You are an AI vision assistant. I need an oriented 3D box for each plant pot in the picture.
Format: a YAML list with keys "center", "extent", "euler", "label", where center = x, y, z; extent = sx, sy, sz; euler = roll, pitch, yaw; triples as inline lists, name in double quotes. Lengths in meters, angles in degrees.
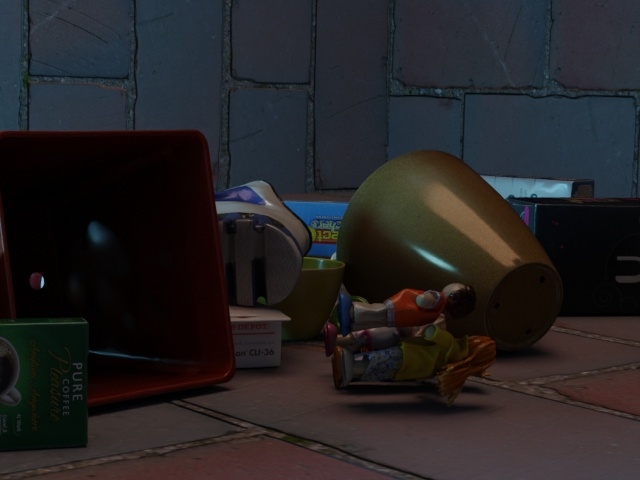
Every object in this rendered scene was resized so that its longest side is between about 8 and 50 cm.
- center: [-0.036, 0.075, 1.742]
  extent: [0.134, 0.095, 0.134]
  euler: [1, 6, 0]
  label: "plant pot"
- center: [0.185, 0.035, 1.725]
  extent: [0.237, 0.237, 0.254]
  euler: [-2, 21, -31]
  label: "plant pot"
- center: [-0.277, 0.036, 1.418]
  extent: [0.235, 0.267, 0.267]
  euler: [-9, -3, 44]
  label: "plant pot"

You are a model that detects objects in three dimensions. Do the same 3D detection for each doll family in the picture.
- center: [0.097, 0.120, 1.414]
  extent: [0.163, 0.118, 0.263]
  euler: [-6, -11, -6]
  label: "doll family"

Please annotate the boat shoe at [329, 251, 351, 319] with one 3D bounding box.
- center: [0.053, 0.053, 1.966]
  extent: [0.098, 0.096, 0.277]
  euler: [-2, 5, -1]
  label: "boat shoe"

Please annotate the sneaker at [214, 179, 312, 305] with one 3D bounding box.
- center: [-0.146, -0.005, 1.641]
  extent: [0.315, 0.128, 0.182]
  euler: [10, 16, 16]
  label: "sneaker"

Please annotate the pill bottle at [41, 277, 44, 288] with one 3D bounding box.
- center: [-0.238, 0.060, 1.728]
  extent: [0.216, 0.121, 0.121]
  euler: [-5, 9, -41]
  label: "pill bottle"

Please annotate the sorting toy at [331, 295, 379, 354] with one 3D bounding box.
- center: [0.054, 0.114, 1.582]
  extent: [0.102, 0.061, 0.042]
  euler: [47, 0, 32]
  label: "sorting toy"

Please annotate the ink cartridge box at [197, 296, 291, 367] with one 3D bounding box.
- center: [-0.117, 0.106, 1.573]
  extent: [0.115, 0.067, 0.198]
  euler: [-1, 5, -21]
  label: "ink cartridge box"

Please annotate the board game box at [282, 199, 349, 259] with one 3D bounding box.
- center: [0.000, 0.000, 2.205]
  extent: [0.301, 0.086, 0.308]
  euler: [2, -7, 11]
  label: "board game box"

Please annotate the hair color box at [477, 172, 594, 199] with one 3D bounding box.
- center: [0.319, -0.035, 2.489]
  extent: [0.347, 0.174, 0.105]
  euler: [6, 6, 35]
  label: "hair color box"

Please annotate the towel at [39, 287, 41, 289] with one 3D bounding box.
- center: [-0.433, 0.077, 1.868]
  extent: [0.282, 0.049, 0.187]
  euler: [-2, 7, -30]
  label: "towel"

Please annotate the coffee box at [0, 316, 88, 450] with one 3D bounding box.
- center: [-0.292, 0.124, 1.168]
  extent: [0.184, 0.113, 0.040]
  euler: [-2, 4, -17]
  label: "coffee box"

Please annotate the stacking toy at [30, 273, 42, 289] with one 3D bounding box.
- center: [-0.482, 0.021, 1.717]
  extent: [0.301, 0.166, 0.175]
  euler: [-20, 46, -22]
  label: "stacking toy"

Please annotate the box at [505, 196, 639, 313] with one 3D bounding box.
- center: [0.420, 0.020, 2.028]
  extent: [0.270, 0.165, 0.143]
  euler: [0, 6, -11]
  label: "box"
